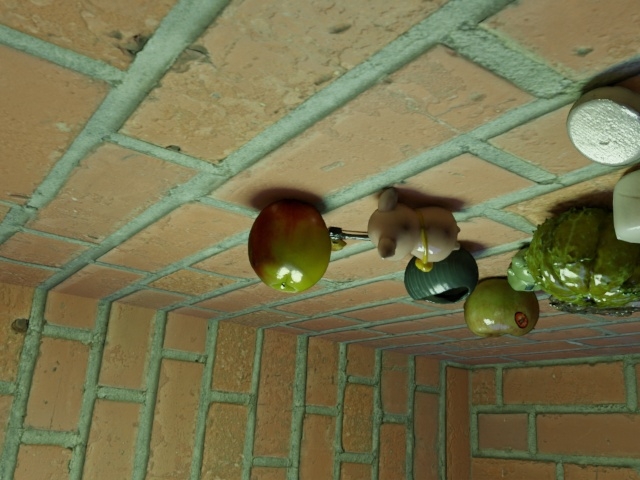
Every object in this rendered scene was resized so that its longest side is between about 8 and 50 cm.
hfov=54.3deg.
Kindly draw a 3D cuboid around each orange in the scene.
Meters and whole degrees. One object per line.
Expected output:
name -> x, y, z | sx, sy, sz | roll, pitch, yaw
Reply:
orange -> 0.649, 0.040, 1.487 | 0.300, 0.223, 0.301 | 15, 165, 16

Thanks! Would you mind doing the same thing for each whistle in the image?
whistle -> 0.612, 0.090, 1.831 | 0.131, 0.106, 0.288 | -1, 161, 7

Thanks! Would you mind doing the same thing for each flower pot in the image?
flower pot -> 0.355, 0.103, 1.845 | 0.189, 0.157, 0.243 | 17, 159, -30

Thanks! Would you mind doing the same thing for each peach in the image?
peach -> -0.078, 0.013, 1.570 | 0.231, 0.231, 0.231 | 4, 162, 1

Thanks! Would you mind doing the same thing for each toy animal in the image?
toy animal -> 0.231, -0.016, 1.510 | 0.248, 0.165, 0.149 | 5, 158, -26

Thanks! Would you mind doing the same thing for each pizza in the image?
pizza -> 0.000, -0.001, 1.797 | 0.160, 0.036, 0.099 | 18, 157, -35

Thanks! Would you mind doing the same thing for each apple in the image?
apple -> 0.617, 0.235, 2.140 | 0.260, 0.194, 0.261 | 3, 165, 1

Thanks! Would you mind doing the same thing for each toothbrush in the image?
toothbrush -> 0.166, -0.006, 1.757 | 0.297, 0.030, 0.030 | 7, 152, -7

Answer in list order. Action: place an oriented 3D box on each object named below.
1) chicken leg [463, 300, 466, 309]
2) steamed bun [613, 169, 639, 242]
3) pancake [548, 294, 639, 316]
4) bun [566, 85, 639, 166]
chicken leg -> 0.625, 0.266, 2.463 | 0.085, 0.069, 0.198 | -36, 150, 28
steamed bun -> 0.723, -0.070, 1.242 | 0.241, 0.146, 0.164 | 3, 167, 3
pancake -> 0.989, 0.212, 2.187 | 0.382, 0.071, 0.382 | 4, 163, 1
bun -> 0.476, -0.196, 1.008 | 0.138, 0.094, 0.138 | 28, 149, 18
